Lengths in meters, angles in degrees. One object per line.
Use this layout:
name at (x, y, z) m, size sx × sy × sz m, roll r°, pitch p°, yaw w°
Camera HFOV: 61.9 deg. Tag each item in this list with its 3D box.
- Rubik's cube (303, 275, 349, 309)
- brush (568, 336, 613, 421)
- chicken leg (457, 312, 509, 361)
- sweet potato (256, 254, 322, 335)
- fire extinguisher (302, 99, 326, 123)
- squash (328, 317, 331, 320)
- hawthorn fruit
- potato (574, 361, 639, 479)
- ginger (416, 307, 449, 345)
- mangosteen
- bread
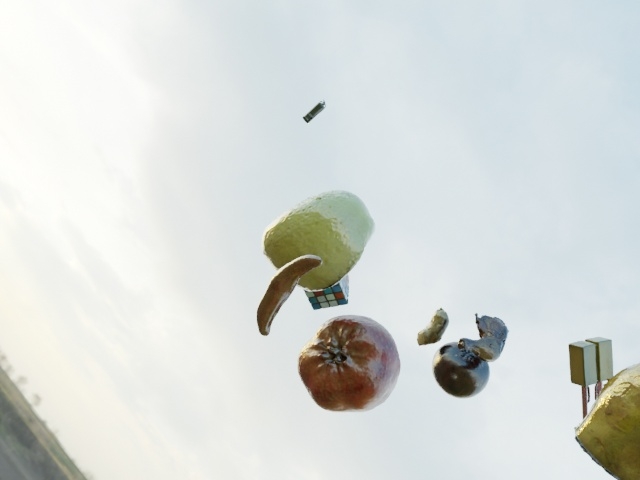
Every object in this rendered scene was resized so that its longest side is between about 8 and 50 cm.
Rubik's cube at (0.022, 0.161, 2.111) m, size 0.151 × 0.155 × 0.154 m, roll -14°, pitch -53°, yaw 15°
brush at (0.669, 0.361, 1.312) m, size 0.047 × 0.103 × 0.233 m, roll -177°, pitch -99°, yaw -69°
chicken leg at (0.635, 0.375, 2.050) m, size 0.177 × 0.322 × 0.083 m, roll 51°, pitch -48°, yaw 2°
sweet potato at (-0.081, 0.104, 1.166) m, size 0.255 × 0.058 × 0.078 m, roll -52°, pitch -133°, yaw 26°
fire extinguisher at (-0.012, -0.369, 1.523) m, size 0.038 × 0.083 × 0.025 m, roll 42°, pitch -6°, yaw 40°
squash at (0.061, 0.377, 1.848) m, size 0.083 × 0.250 × 0.083 m, roll 0°, pitch -37°, yaw 0°
hawthorn fruit at (0.098, 0.364, 1.532) m, size 0.287 × 0.287 × 0.330 m, roll 28°, pitch -11°, yaw 32°
potato at (0.709, 0.383, 1.154) m, size 0.229 × 0.229 × 0.266 m, roll 39°, pitch -63°, yaw 20°
ginger at (0.473, 0.367, 2.220) m, size 0.095 × 0.190 × 0.069 m, roll 33°, pitch -12°, yaw 11°
mangosteen at (0.558, 0.548, 2.184) m, size 0.235 × 0.235 × 0.261 m, roll 34°, pitch -46°, yaw 25°
bread at (-0.007, -0.010, 1.500) m, size 0.237 × 0.320 × 0.320 m, roll 54°, pitch -32°, yaw -10°
